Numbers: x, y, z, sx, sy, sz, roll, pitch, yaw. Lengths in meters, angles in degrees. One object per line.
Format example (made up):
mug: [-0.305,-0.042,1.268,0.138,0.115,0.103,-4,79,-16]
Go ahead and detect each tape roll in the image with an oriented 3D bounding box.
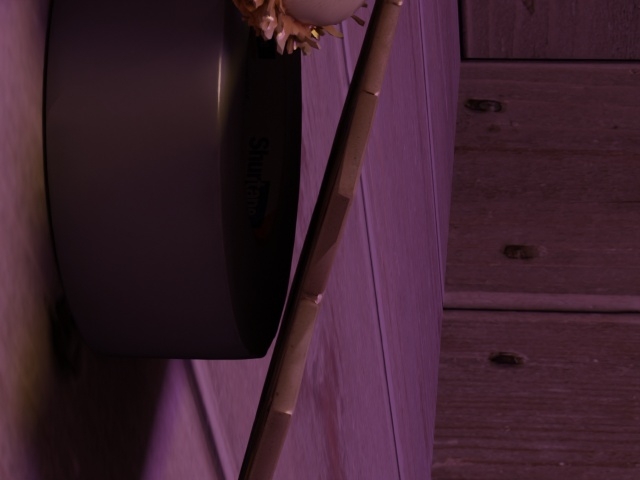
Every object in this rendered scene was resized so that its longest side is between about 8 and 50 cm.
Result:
tape roll: [-0.058,-0.056,0.795,0.219,0.072,0.219,1,90,-82]

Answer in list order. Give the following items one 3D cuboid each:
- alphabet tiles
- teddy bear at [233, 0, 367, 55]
alphabet tiles: [0.000,0.000,0.801,0.285,0.011,0.342,108,-2,-45]
teddy bear: [-0.040,-0.236,0.679,0.245,0.113,0.338,-5,84,-58]
